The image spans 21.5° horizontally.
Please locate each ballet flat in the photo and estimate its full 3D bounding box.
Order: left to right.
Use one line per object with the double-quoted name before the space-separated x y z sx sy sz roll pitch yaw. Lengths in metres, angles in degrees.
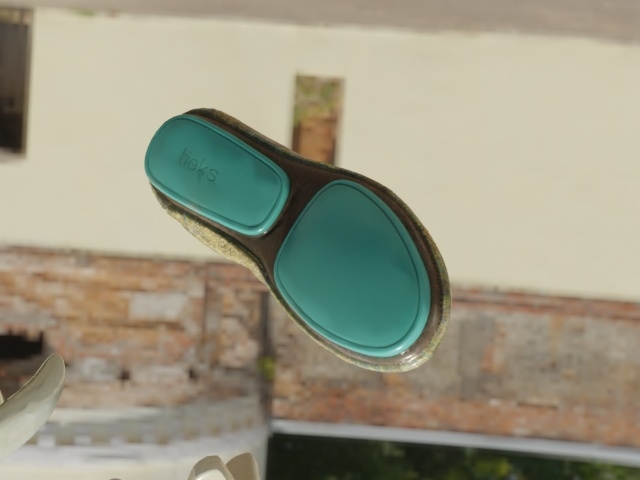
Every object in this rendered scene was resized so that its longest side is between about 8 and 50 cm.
"ballet flat" 0.000 0.000 1.269 0.123 0.123 0.348 1 -156 -43

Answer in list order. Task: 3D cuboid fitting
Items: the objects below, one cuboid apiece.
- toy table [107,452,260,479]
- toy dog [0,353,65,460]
"toy table" -0.140 0.369 1.997 0.161 0.252 0.274 -24 137 9
"toy dog" -0.461 0.095 1.750 0.395 0.284 0.408 -24 -141 16
